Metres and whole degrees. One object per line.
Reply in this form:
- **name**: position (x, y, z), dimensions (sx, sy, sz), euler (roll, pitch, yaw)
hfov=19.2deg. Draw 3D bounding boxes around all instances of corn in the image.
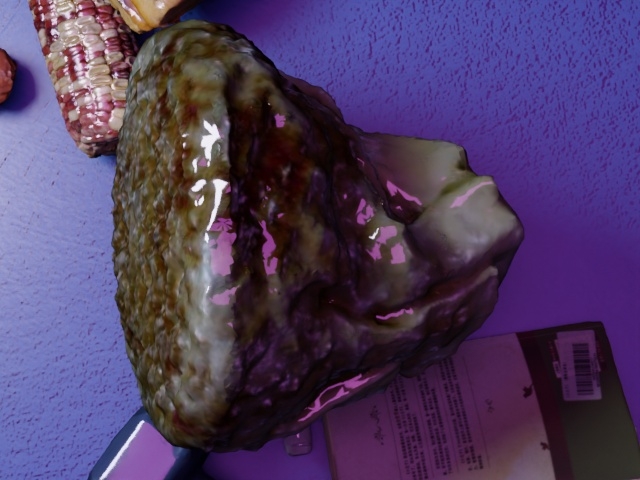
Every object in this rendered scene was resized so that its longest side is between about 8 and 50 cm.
- **corn**: position (-0.237, -0.222, 1.863), dimensions (0.098, 0.098, 0.289), euler (-17, 81, 0)

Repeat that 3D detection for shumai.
- **shumai**: position (0.000, 0.000, 1.683), dimensions (0.348, 0.395, 0.395), euler (2, 85, -13)

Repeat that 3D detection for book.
- **book**: position (0.148, 0.174, 1.794), dimensions (0.289, 0.026, 0.201), euler (-9, 49, 0)

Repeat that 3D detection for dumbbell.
- **dumbbell**: position (-0.066, 0.284, 1.788), dimensions (0.325, 0.160, 0.144), euler (36, 115, 4)

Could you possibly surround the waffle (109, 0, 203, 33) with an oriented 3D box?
- **waffle**: position (-0.180, -0.372, 1.833), dimensions (0.224, 0.098, 0.327), euler (-35, 87, -27)

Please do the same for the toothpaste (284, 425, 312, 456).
- **toothpaste**: position (-0.039, 0.085, 1.861), dimensions (0.067, 0.037, 0.255), euler (-8, 80, -2)

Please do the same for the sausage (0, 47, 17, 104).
- **sausage**: position (-0.368, -0.172, 1.870), dimensions (0.141, 0.076, 0.076), euler (15, 86, 1)
